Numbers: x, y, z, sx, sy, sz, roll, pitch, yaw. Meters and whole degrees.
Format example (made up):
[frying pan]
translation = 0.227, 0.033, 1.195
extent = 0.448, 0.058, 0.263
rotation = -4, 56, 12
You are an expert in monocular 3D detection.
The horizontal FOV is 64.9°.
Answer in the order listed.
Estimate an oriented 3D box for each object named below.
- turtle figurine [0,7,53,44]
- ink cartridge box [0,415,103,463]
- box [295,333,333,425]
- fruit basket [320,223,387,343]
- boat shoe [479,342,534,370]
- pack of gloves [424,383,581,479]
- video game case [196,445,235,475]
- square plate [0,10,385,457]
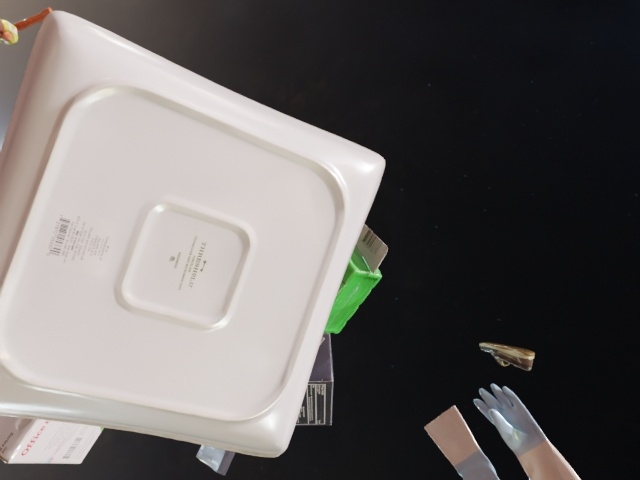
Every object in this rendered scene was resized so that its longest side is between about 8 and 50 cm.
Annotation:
[turtle figurine]
translation = -0.453, -0.228, 0.568
extent = 0.087, 0.270, 0.217
rotation = 103, -26, -51
[ink cartridge box]
translation = -0.518, 0.347, 0.990
extent = 0.093, 0.212, 0.154
rotation = 26, -106, 19
[box]
translation = -0.110, 0.448, 1.597
extent = 0.296, 0.294, 0.182
rotation = 91, -1, -45
[fruit basket]
translation = -0.020, 0.044, 1.244
extent = 0.327, 0.166, 0.353
rotation = -56, -136, 17
[boat shoe]
translation = 0.438, 0.275, 1.199
extent = 0.152, 0.056, 0.049
rotation = 177, -79, -65
[pack of gloves]
translation = 0.333, 0.408, 0.955
extent = 0.195, 0.046, 0.232
rotation = -42, -118, 15
[video game case]
translation = -0.200, 0.401, 1.202
extent = 0.196, 0.026, 0.274
rotation = -25, -143, 61
[square plate]
translation = -0.126, 0.022, 0.464
extent = 0.049, 0.344, 0.346
rotation = 16, -93, 66
